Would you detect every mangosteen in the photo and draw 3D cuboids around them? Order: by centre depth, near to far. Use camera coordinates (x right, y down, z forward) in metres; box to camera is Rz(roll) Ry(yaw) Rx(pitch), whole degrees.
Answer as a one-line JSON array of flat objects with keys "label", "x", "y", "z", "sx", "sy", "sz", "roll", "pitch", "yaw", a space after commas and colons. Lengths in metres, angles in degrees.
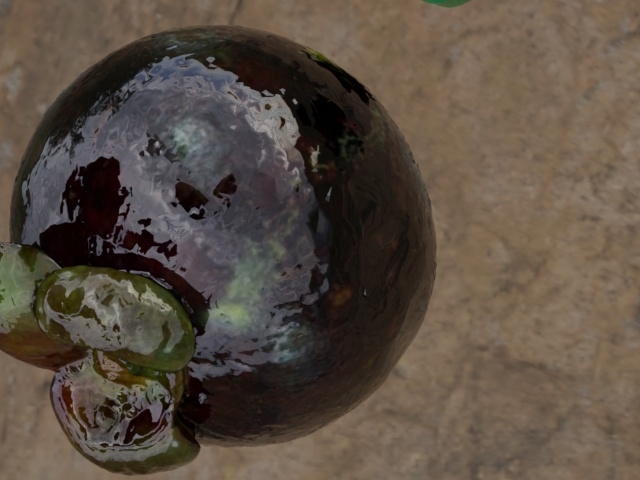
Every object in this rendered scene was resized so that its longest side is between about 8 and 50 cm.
[{"label": "mangosteen", "x": -0.071, "y": 0.008, "z": 0.850, "sx": 0.288, "sy": 0.288, "sz": 0.288, "roll": -9, "pitch": 75, "yaw": 37}]

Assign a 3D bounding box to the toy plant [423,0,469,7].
[{"label": "toy plant", "x": 0.102, "y": -0.249, "z": 1.084, "sx": 0.200, "sy": 0.143, "sz": 0.105, "roll": -1, "pitch": 51, "yaw": 52}]
